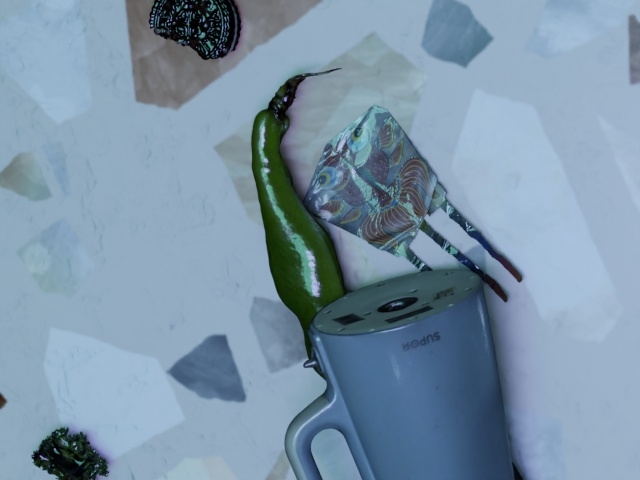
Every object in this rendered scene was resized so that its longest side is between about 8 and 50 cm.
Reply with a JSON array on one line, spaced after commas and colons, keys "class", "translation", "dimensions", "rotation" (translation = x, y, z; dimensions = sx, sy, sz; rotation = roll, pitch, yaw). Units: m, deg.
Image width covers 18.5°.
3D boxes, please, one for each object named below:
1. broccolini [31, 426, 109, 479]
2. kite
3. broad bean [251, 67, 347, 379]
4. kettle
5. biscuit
[{"class": "broccolini", "translation": [-0.208, 0.303, 2.005], "dimensions": [0.057, 0.071, 0.254], "rotation": [-33, 93, -19]}, {"class": "kite", "translation": [0.087, -0.013, 1.848], "dimensions": [0.229, 0.016, 0.127], "rotation": [46, 114, 12]}, {"class": "broad bean", "translation": [-0.010, 0.000, 1.858], "dimensions": [0.098, 0.056, 0.318], "rotation": [-3, 100, 30]}, {"class": "kettle", "translation": [0.073, 0.174, 1.789], "dimensions": [0.210, 0.160, 0.243], "rotation": [-17, 103, -11]}, {"class": "biscuit", "translation": [-0.121, -0.209, 1.887], "dimensions": [0.089, 0.027, 0.087], "rotation": [-25, 88, 22]}]
